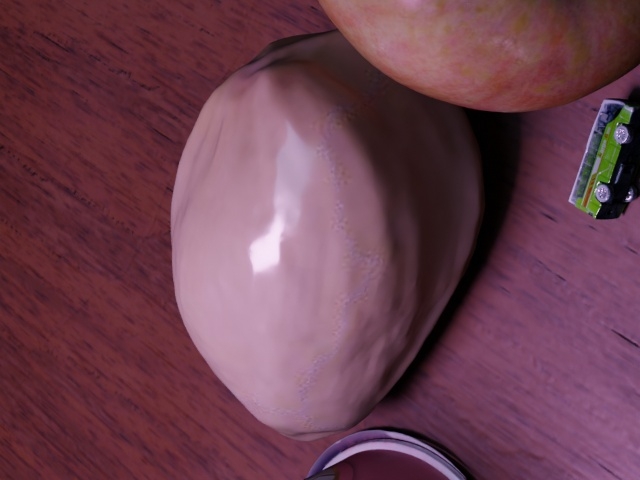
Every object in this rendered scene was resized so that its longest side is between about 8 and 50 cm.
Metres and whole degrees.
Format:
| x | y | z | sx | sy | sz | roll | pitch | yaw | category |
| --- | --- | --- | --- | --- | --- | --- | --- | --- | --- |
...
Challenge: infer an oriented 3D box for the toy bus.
| x | y | z | sx | sy | sz | roll | pitch | yaw | category |
| --- | --- | --- | --- | --- | --- | --- | --- | --- | --- |
| 0.199 | -0.056 | 1.097 | 0.037 | 0.031 | 0.083 | 37 | 119 | 45 | toy bus |

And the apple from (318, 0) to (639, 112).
| x | y | z | sx | sy | sz | roll | pitch | yaw | category |
| --- | --- | --- | --- | --- | --- | --- | --- | --- | --- |
| 0.110 | -0.209 | 1.022 | 0.234 | 0.257 | 0.257 | -158 | 67 | -72 | apple |

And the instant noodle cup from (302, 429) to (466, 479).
| x | y | z | sx | sy | sz | roll | pitch | yaw | category |
| --- | --- | --- | --- | --- | --- | --- | --- | --- | --- |
| -0.017 | 0.282 | 1.191 | 0.244 | 0.255 | 0.244 | 10 | 105 | 42 | instant noodle cup |

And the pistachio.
| x | y | z | sx | sy | sz | roll | pitch | yaw | category |
| --- | --- | --- | --- | --- | --- | --- | --- | --- | --- |
| 0.000 | 0.000 | 1.187 | 0.226 | 0.208 | 0.332 | 10 | 116 | -3 | pistachio |
